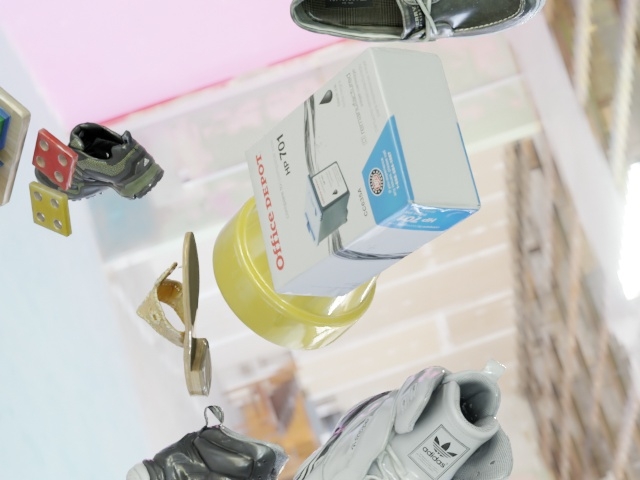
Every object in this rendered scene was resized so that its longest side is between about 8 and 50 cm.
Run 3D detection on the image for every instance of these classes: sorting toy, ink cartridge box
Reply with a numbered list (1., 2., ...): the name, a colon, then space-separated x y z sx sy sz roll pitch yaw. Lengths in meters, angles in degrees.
1. sorting toy: -0.347 -0.103 1.434 0.274 0.046 0.132 39 -43 12
2. ink cartridge box: 0.030 -0.052 1.219 0.190 0.082 0.140 -34 -118 45

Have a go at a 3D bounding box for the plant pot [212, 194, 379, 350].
1. plant pot: 0.000 0.000 2.215 0.239 0.254 0.254 -47 -129 43

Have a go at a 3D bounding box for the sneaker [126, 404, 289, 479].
1. sneaker: -0.072 0.301 1.573 0.268 0.153 0.101 46 -1 10

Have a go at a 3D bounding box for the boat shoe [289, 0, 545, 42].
1. boat shoe: 0.121 -0.297 1.900 0.119 0.335 0.121 -64 147 -54

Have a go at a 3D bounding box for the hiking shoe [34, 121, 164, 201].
1. hiking shoe: -0.322 -0.121 2.065 0.086 0.226 0.114 -55 132 -39

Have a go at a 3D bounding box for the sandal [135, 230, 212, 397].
1. sandal: -0.186 0.097 1.811 0.088 0.079 0.240 -82 170 -54

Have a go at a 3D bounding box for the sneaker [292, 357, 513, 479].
1. sneaker: 0.054 0.248 1.424 0.137 0.210 0.366 45 46 -5
